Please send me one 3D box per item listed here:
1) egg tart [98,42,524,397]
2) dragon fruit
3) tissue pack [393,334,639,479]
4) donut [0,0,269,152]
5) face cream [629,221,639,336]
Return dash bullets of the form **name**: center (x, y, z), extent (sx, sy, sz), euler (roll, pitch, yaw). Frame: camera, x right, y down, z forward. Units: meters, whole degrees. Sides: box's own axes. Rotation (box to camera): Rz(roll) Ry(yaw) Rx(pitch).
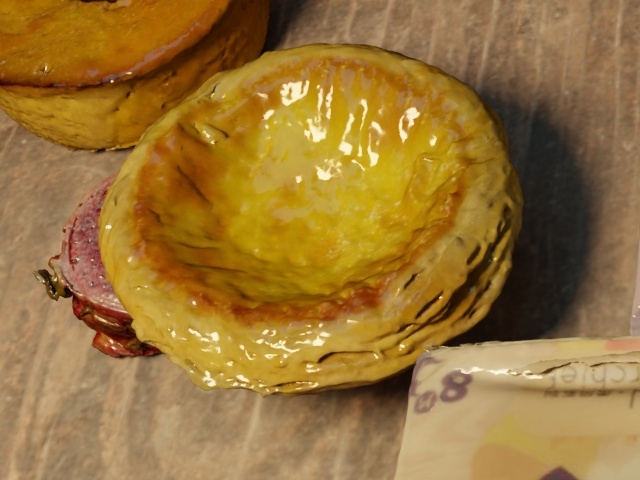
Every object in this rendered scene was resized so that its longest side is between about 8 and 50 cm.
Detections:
- **egg tart**: center (0.000, 0.000, 1.393), extent (0.319, 0.128, 0.319), euler (-8, 47, 9)
- **dragon fruit**: center (-0.156, 0.027, 1.477), extent (0.096, 0.102, 0.147), euler (-22, 48, 7)
- **tissue pack**: center (0.148, 0.211, 1.134), extent (0.242, 0.125, 0.344), euler (-4, 45, 22)
- **donut**: center (-0.171, -0.191, 1.683), extent (0.303, 0.110, 0.303), euler (-13, 42, 12)
- **face cream**: center (0.283, -0.053, 1.362), extent (0.154, 0.096, 0.274), euler (-7, 59, 16)
